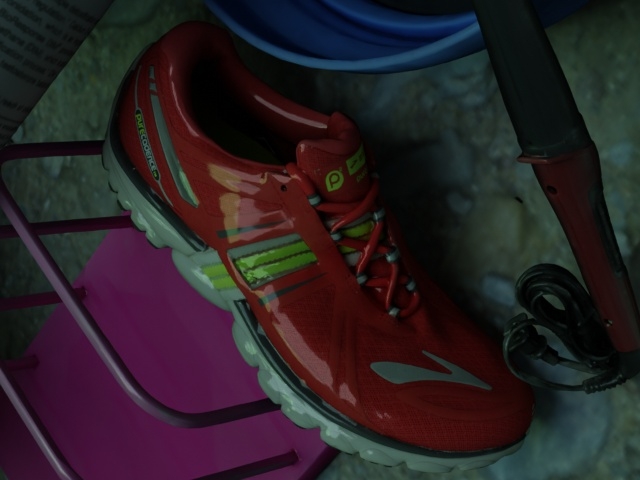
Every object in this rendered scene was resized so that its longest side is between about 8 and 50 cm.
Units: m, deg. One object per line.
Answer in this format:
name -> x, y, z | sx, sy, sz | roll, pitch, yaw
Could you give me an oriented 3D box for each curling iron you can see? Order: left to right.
curling iron -> 0.092, -0.033, 0.727 | 0.068, 0.035, 0.274 | -8, 127, 15

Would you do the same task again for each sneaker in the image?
sneaker -> 0.000, 0.000, 0.823 | 0.279, 0.107, 0.118 | 42, 134, 13

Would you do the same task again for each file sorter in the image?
file sorter -> -0.144, 0.104, 0.941 | 0.202, 0.182, 0.291 | 54, 124, 23

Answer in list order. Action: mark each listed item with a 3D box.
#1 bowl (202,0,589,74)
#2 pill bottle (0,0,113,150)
bowl -> 0.047, -0.272, 0.787 | 0.391, 0.077, 0.391 | 2, 92, 49
pill bottle -> -0.168, -0.157, 0.797 | 0.160, 0.160, 0.283 | 41, 96, 31
